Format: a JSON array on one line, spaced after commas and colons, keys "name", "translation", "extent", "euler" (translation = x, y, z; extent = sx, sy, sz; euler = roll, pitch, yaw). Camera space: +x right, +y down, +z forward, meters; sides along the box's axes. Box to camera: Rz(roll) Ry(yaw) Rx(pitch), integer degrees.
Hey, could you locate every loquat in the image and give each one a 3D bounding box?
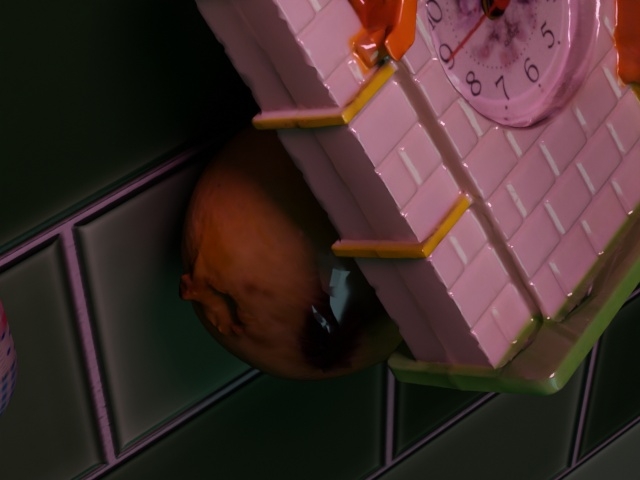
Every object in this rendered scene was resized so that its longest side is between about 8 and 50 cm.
[{"name": "loquat", "translation": [0.000, 0.000, 0.904], "extent": [0.163, 0.137, 0.163], "euler": [-17, 119, -34]}]

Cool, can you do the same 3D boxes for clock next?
[{"name": "clock", "translation": [0.072, -0.095, 0.797], "extent": [0.220, 0.106, 0.255], "euler": [-50, 121, -30]}]

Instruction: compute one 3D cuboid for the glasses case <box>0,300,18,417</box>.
[{"name": "glasses case", "translation": [-0.207, 0.008, 0.716], "extent": [0.125, 0.076, 0.327], "euler": [-33, 147, -19]}]
